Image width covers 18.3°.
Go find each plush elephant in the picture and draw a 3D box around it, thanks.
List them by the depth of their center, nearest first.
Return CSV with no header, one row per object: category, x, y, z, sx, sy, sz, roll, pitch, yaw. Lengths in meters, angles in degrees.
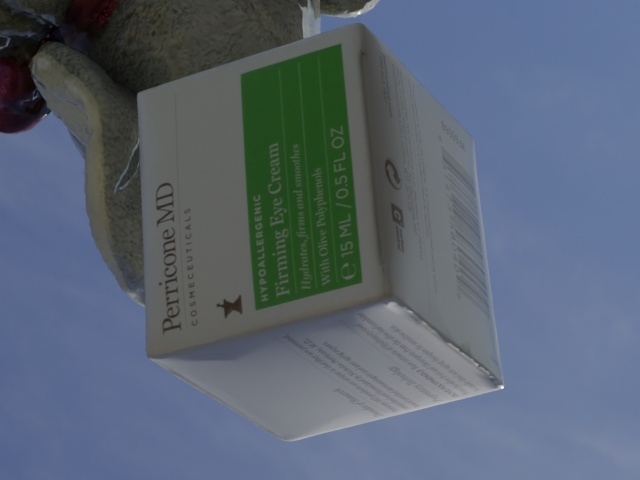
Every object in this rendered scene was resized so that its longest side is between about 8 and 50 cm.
plush elephant,-0.109,-0.115,0.877,0.255,0.330,0.272,48,-118,-17

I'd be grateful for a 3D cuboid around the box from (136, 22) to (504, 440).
box,0.000,0.000,0.668,0.102,0.087,0.101,38,-138,-55
